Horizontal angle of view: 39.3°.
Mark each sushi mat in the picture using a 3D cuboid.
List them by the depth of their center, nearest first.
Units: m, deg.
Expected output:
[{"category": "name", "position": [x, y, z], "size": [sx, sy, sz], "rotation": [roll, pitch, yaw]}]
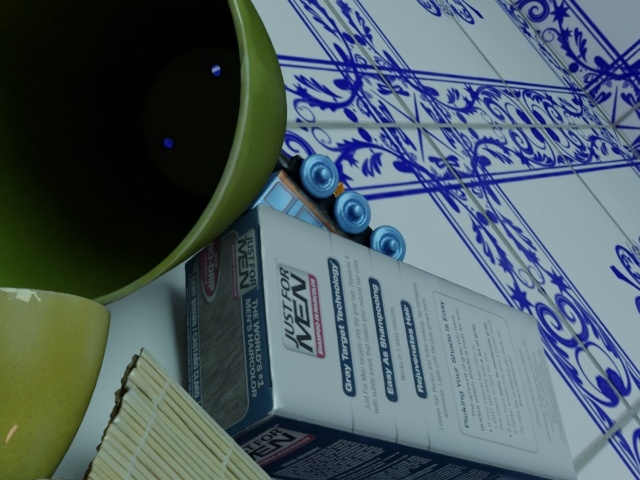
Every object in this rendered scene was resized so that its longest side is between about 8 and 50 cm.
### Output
[{"category": "sushi mat", "position": [-0.030, 0.216, 0.542], "size": [0.316, 0.019, 0.151], "rotation": [52, 26, -25]}]

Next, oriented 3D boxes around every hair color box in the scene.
[{"category": "hair color box", "position": [0.057, 0.115, 0.752], "size": [0.347, 0.105, 0.174], "rotation": [22, 47, -37]}]

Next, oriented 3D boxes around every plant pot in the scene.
[{"category": "plant pot", "position": [-0.186, 0.088, 0.496], "size": [0.134, 0.134, 0.095], "rotation": [14, 66, -44]}, {"category": "plant pot", "position": [-0.137, -0.100, 0.667], "size": [0.275, 0.275, 0.293], "rotation": [51, 13, 6]}]

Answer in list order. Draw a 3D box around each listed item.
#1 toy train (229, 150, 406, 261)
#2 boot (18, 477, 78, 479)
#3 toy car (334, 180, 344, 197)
[{"category": "toy train", "position": [0.000, 0.000, 0.847], "size": [0.184, 0.080, 0.105], "rotation": [45, 62, -18]}, {"category": "boot", "position": [-0.174, 0.225, 0.404], "size": [0.248, 0.090, 0.207], "rotation": [7, 62, -54]}, {"category": "toy car", "position": [-0.019, -0.023, 0.925], "size": [0.122, 0.060, 0.040], "rotation": [-35, 103, -36]}]
